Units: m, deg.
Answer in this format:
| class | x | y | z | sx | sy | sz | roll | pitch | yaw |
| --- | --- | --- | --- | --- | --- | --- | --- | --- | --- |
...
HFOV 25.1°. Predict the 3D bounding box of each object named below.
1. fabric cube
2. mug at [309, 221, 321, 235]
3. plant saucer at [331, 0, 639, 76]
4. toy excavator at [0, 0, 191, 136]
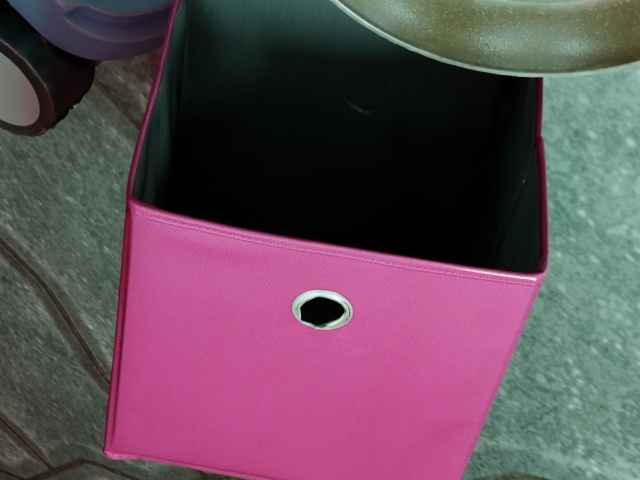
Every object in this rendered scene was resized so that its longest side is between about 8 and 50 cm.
| class | x | y | z | sx | sy | sz | roll | pitch | yaw |
| --- | --- | --- | --- | --- | --- | --- | --- | --- | --- |
| fabric cube | 0.000 | 0.000 | 0.991 | 0.254 | 0.259 | 0.258 | 11 | 135 | -3 |
| mug | -0.014 | -0.039 | 1.236 | 0.158 | 0.097 | 0.129 | 46 | 150 | -10 |
| plant saucer | 0.118 | -0.214 | 0.804 | 0.310 | 0.050 | 0.310 | 8 | 145 | 5 |
| toy excavator | -0.196 | -0.340 | 0.941 | 0.433 | 0.222 | 0.445 | 45 | 145 | -11 |
